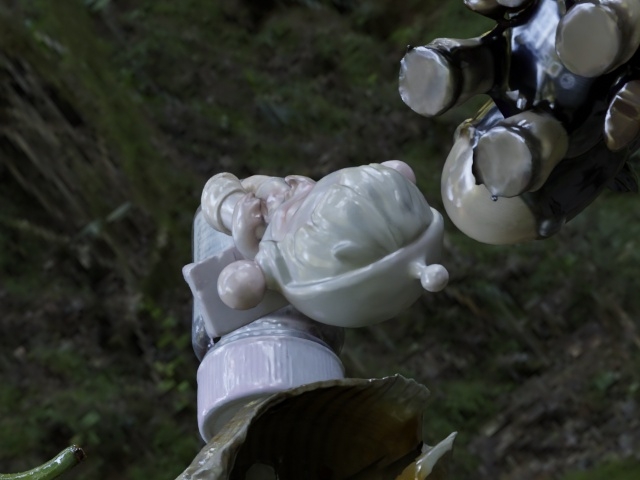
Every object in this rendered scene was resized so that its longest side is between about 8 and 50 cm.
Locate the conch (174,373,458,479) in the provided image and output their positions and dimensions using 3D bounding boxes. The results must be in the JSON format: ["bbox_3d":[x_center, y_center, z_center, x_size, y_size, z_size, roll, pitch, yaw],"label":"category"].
[{"bbox_3d":[-0.029,0.233,1.213,0.186,0.263,0.324,5,41,33],"label":"conch"}]

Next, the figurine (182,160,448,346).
[{"bbox_3d":[-0.002,0.011,1.169,0.182,0.145,0.256,-3,-1,-28],"label":"figurine"}]

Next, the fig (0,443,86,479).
[{"bbox_3d":[-0.308,0.184,1.264,0.149,0.245,0.149,9,-90,-72],"label":"fig"}]

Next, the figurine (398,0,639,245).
[{"bbox_3d":[0.223,-0.149,0.949,0.412,0.241,0.306,-40,-33,-21],"label":"figurine"}]

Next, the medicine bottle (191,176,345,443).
[{"bbox_3d":[-0.055,0.082,1.590,0.165,0.273,0.165,-3,-36,-2],"label":"medicine bottle"}]
